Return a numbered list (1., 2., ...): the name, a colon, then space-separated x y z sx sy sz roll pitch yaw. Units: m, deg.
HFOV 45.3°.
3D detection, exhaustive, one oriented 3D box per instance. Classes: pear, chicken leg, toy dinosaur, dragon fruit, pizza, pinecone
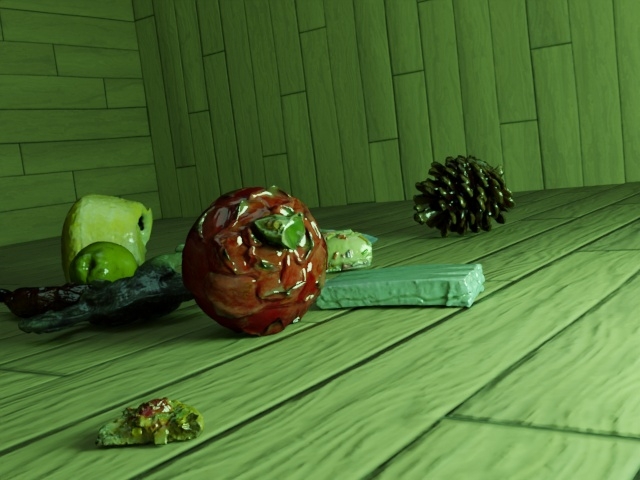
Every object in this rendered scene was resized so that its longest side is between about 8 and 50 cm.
1. pear: -0.363 0.052 1.285 0.107 0.107 0.131 -7 -6 2
2. chicken leg: -0.437 0.094 1.203 0.219 0.048 0.089 -5 3 18
3. toy dinosaur: -0.260 0.078 1.059 0.294 0.077 0.162 -24 15 -17
4. dragon fruit: -0.073 0.025 0.884 0.172 0.172 0.209 -7 -23 1
5. pizza: -0.127 0.132 0.567 0.078 0.025 0.083 -8 6 -32
6. pinecone: 0.289 -0.093 1.611 0.213 0.168 0.185 -8 8 -15

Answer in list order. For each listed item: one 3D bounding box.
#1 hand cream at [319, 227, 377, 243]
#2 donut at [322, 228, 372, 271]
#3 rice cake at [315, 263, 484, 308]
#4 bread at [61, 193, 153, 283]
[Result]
1. hand cream: 0.000 0.000 1.671 0.256 0.055 0.088 6 17 39
2. donut: 0.029 0.017 1.337 0.108 0.065 0.166 -8 5 -2
3. rice cake: 0.097 0.059 0.976 0.211 0.038 0.124 -5 6 22
4. bread: -0.432 0.003 1.533 0.171 0.197 0.197 6 5 -5
